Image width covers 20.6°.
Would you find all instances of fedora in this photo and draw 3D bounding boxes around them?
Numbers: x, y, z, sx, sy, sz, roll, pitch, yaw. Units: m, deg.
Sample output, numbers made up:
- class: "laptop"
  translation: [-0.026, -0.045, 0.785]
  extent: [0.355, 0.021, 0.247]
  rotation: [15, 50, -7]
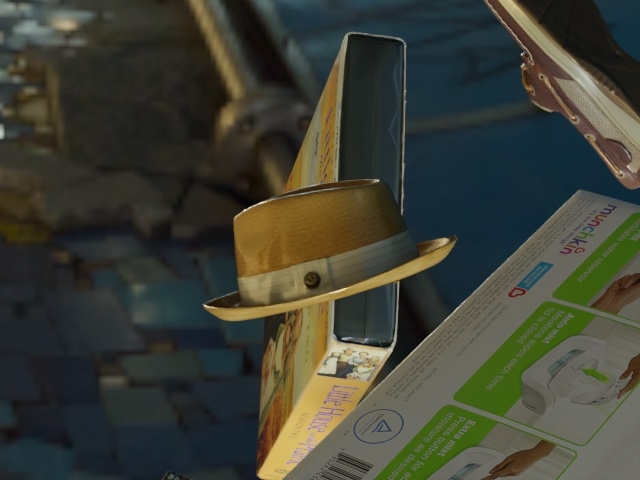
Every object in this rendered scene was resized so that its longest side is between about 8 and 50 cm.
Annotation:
- class: "fedora"
  translation: [0.000, 0.000, 1.285]
  extent: [0.194, 0.194, 0.079]
  rotation: [-179, -107, -78]

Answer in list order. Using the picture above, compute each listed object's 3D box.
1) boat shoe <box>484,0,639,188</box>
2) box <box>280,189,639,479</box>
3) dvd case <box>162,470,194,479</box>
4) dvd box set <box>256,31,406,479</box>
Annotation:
- class: "boat shoe"
  translation: [0.277, -0.194, 2.007]
  extent: [0.123, 0.342, 0.123]
  rotation: [-37, -166, 42]
- class: "box"
  translation: [0.151, 0.114, 0.804]
  extent: [0.231, 0.262, 0.127]
  rotation: [18, -45, 36]
- class: "dvd case"
  translation: [-0.042, 0.188, 1.028]
  extent: [0.013, 0.119, 0.087]
  rotation: [-57, 162, -51]
- class: "dvd box set"
  translation: [0.004, 0.033, 1.706]
  extent: [0.420, 0.062, 0.307]
  rotation: [116, -21, -65]
